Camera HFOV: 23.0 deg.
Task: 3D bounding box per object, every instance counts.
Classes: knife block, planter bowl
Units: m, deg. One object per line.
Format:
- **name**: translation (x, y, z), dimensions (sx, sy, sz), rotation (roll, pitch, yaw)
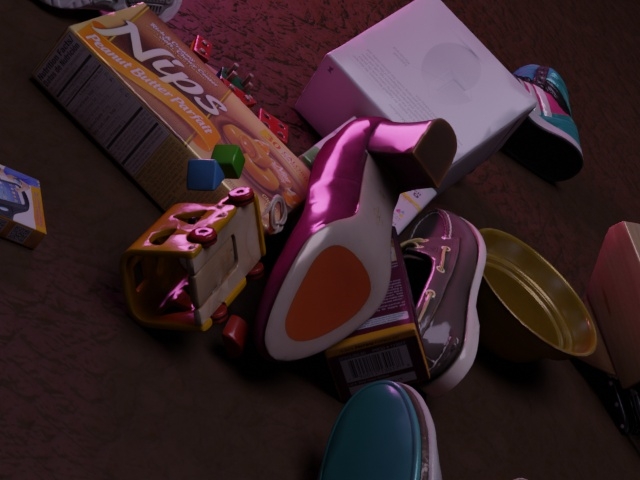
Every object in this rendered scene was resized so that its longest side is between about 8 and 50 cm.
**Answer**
- **knife block**: translation (0.468, 0.138, 2.136), dimensions (0.242, 0.275, 0.088), rotation (25, 11, 38)
- **planter bowl**: translation (0.252, 0.093, 2.055), dimensions (0.217, 0.090, 0.217), rotation (32, 28, -20)

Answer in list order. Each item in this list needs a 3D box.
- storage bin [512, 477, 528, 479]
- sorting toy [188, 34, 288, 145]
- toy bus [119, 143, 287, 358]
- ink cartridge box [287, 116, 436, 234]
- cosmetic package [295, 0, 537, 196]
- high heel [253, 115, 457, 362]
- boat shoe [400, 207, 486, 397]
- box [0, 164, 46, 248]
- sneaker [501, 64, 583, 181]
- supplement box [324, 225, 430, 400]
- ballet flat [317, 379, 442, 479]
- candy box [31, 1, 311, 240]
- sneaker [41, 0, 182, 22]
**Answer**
- **storage bin**: translation (0.261, 0.405, 1.567), dimensions (0.260, 0.123, 0.262), rotation (31, 29, -24)
- **sorting toy**: translation (-0.130, -0.192, 1.996), dimensions (0.274, 0.046, 0.132), rotation (35, 27, -17)
- **toy bus**: translation (-0.128, 0.010, 1.611), dimensions (0.202, 0.104, 0.191), rotation (50, 48, -62)
- **ink cartridge box**: translation (0.039, -0.054, 1.976), dimensions (0.154, 0.093, 0.212), rotation (44, 24, 3)
- **cosmetic package**: translation (0.130, -0.185, 2.160), dimensions (0.224, 0.138, 0.225), rotation (48, 52, 9)
- **high heel**: translation (0.000, 0.000, 1.744), dimensions (0.377, 0.181, 0.127), rotation (-48, 119, -36)
- **boat shoe**: translation (0.129, 0.053, 1.921), dimensions (0.097, 0.116, 0.324), rotation (37, 32, -19)
- **box**: translation (-0.331, -0.048, 1.520), dimensions (0.136, 0.028, 0.081), rotation (26, 31, -35)
- **sneaker**: translation (0.321, -0.243, 2.609), dimensions (0.295, 0.124, 0.178), rotation (39, 30, -27)
- **supplement box**: translation (0.053, 0.079, 1.758), dimensions (0.188, 0.104, 0.080), rotation (-98, 172, -52)
- **ballet flat**: translation (0.071, 0.309, 1.468), dimensions (0.139, 0.139, 0.400), rotation (31, 33, -23)
- **candy box**: translation (-0.158, -0.124, 1.806), dimensions (0.316, 0.087, 0.183), rotation (45, 26, 3)
- **sneaker**: translation (-0.293, -0.324, 1.944), dimensions (0.232, 0.090, 0.115), rotation (18, 5, -24)
